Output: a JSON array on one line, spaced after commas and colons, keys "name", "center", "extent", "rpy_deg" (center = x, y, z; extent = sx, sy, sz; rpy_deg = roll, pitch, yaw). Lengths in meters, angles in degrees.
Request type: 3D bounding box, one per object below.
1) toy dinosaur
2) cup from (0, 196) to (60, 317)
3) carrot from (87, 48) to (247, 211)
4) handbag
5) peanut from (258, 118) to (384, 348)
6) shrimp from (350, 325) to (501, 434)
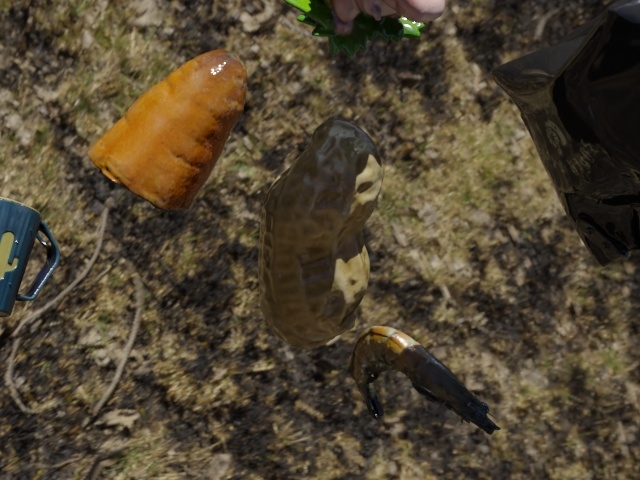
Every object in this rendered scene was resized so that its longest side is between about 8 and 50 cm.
[{"name": "toy dinosaur", "center": [0.043, -0.261, 0.865], "extent": [0.152, 0.177, 0.194], "rpy_deg": [-10, 73, -10]}, {"name": "cup", "center": [-0.466, 0.030, 1.286], "extent": [0.176, 0.131, 0.155], "rpy_deg": [24, 69, -41]}, {"name": "carrot", "center": [-0.185, -0.162, 1.206], "extent": [0.159, 0.225, 0.159], "rpy_deg": [37, 15, -12]}, {"name": "handbag", "center": [0.331, -0.104, 0.984], "extent": [0.152, 0.342, 0.288], "rpy_deg": [-24, 93, -11]}, {"name": "peanut", "center": [0.000, 0.000, 1.114], "extent": [0.153, 0.325, 0.140], "rpy_deg": [37, 40, 28]}, {"name": "shrimp", "center": [0.154, 0.251, 1.417], "extent": [0.262, 0.198, 0.051], "rpy_deg": [35, 47, 15]}]
